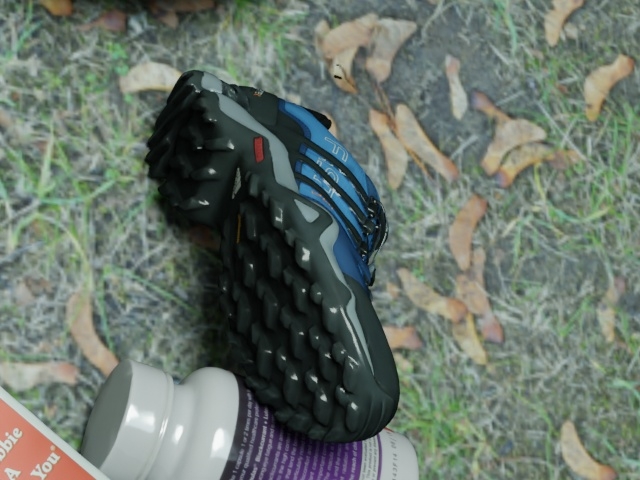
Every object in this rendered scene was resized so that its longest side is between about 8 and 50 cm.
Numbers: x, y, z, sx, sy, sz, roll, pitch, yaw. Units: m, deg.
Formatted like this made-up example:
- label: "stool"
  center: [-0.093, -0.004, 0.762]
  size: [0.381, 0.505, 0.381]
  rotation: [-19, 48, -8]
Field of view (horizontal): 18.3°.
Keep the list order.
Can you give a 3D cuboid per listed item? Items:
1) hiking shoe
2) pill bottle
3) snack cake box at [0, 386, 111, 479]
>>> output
- label: "hiking shoe"
  center: [0.000, 0.000, 1.248]
  size: [0.132, 0.113, 0.304]
  rotation: [3, 43, -31]
- label: "pill bottle"
  center: [-0.046, 0.142, 1.230]
  size: [0.193, 0.108, 0.108]
  rotation: [22, 64, -20]
- label: "snack cake box"
  center: [-0.252, 0.200, 1.114]
  size: [0.152, 0.089, 0.264]
  rotation: [41, 59, -7]
